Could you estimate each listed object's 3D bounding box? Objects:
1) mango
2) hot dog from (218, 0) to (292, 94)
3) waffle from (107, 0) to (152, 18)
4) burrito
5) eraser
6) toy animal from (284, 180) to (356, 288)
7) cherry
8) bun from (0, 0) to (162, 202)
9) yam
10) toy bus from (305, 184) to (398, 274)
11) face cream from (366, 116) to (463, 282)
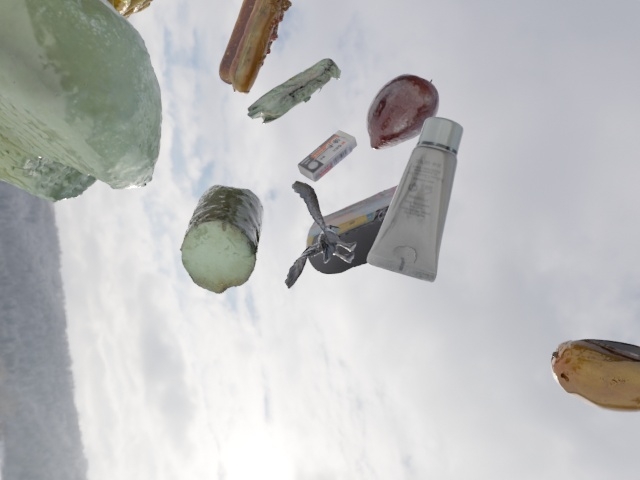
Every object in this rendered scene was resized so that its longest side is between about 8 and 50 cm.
[{"bbox_3d":[0.628,0.290,1.101,0.249,0.156,0.151,3,-94,31],"label":"mango"},{"bbox_3d":[-0.205,-0.627,1.598,0.158,0.117,0.348,45,-62,39],"label":"hot dog"},{"bbox_3d":[-0.360,-0.296,0.707,0.283,0.310,0.065,-93,162,-62],"label":"waffle"},{"bbox_3d":[-0.082,-0.447,1.543,0.096,0.309,0.066,60,3,30],"label":"burrito"},{"bbox_3d":[0.014,-0.171,1.031,0.052,0.122,0.029,35,-21,37],"label":"eraser"},{"bbox_3d":[0.015,0.006,1.283,0.160,0.197,0.272,31,-66,34],"label":"toy animal"},{"bbox_3d":[0.263,-0.420,1.673,0.300,0.203,0.230,-47,-166,7],"label":"cherry"},{"bbox_3d":[-0.198,-0.116,0.371,0.213,0.126,0.203,17,-25,18],"label":"bun"},{"bbox_3d":[-0.242,-0.022,1.300,0.300,0.195,0.195,-96,-164,-64],"label":"yam"},{"bbox_3d":[0.134,-0.031,1.683,0.387,0.171,0.162,-22,-141,20],"label":"toy bus"},{"bbox_3d":[0.199,-0.085,1.010,0.143,0.089,0.314,17,-94,22],"label":"face cream"}]
